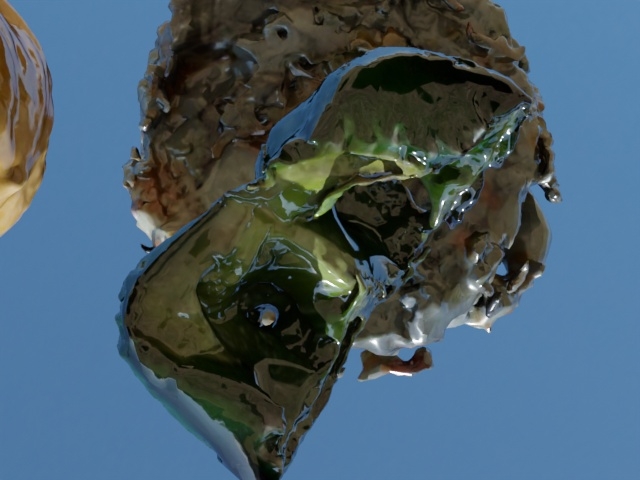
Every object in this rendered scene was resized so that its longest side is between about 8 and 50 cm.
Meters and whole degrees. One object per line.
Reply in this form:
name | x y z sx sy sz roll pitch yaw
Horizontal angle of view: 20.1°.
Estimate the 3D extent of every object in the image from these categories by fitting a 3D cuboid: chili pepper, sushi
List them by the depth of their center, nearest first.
chili pepper | 0.000 -0.004 1.010 0.148 0.116 0.264 41 -92 -19
sushi | 0.021 -0.070 1.595 0.417 0.176 0.417 0 -103 0

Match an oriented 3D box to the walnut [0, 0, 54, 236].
walnut | -0.211 -0.067 0.796 0.206 0.159 0.159 24 -132 19
